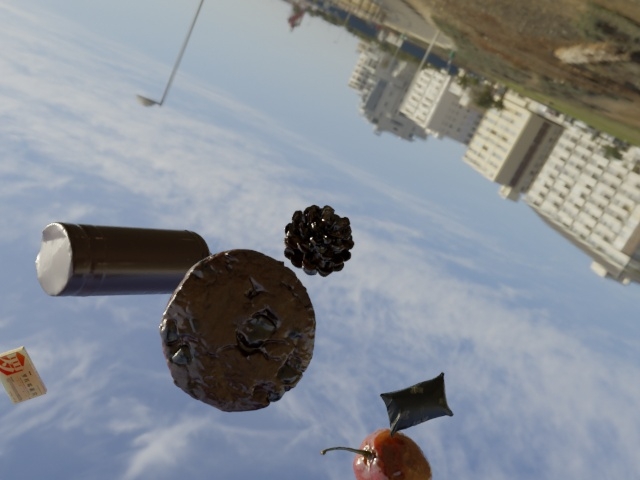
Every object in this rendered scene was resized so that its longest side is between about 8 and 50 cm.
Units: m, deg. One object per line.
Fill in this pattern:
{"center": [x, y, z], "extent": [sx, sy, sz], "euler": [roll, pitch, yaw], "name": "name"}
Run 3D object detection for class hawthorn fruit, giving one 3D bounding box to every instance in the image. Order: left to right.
{"center": [0.103, 0.444, 1.369], "extent": [0.285, 0.165, 0.165], "euler": [36, -169, -28], "name": "hawthorn fruit"}

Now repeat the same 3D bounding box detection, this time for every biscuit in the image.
{"center": [-0.094, 0.105, 0.791], "extent": [0.192, 0.192, 0.049], "euler": [22, 171, -12], "name": "biscuit"}

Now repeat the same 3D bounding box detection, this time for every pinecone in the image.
{"center": [-0.001, -0.002, 1.244], "extent": [0.140, 0.121, 0.140], "euler": [9, -115, -20], "name": "pinecone"}

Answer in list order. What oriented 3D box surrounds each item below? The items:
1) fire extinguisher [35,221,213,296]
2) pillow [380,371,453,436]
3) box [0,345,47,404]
{"center": [-0.294, 0.031, 1.123], "extent": [0.135, 0.114, 0.337], "euler": [31, -164, 37], "name": "fire extinguisher"}
{"center": [0.197, 0.335, 1.371], "extent": [0.150, 0.090, 0.048], "euler": [-15, -160, -17], "name": "pillow"}
{"center": [-0.500, 0.224, 1.114], "extent": [0.058, 0.093, 0.015], "euler": [-17, -157, -2], "name": "box"}
